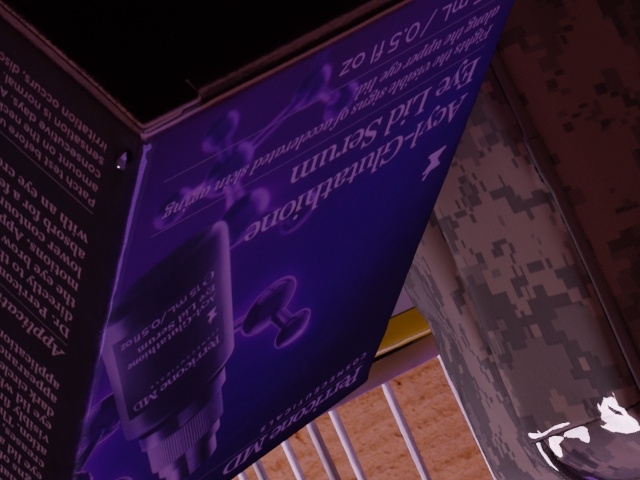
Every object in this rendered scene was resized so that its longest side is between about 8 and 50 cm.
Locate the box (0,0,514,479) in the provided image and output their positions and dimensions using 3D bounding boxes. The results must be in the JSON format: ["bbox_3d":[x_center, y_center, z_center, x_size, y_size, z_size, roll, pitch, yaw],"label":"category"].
[{"bbox_3d":[-0.048,-0.018,0.511,0.153,0.108,0.207,-33,153,-37],"label":"box"}]

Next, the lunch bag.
[{"bbox_3d":[0.125,-0.030,0.877,0.212,0.305,0.256,-20,172,-28],"label":"lunch bag"}]

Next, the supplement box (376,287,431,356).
[{"bbox_3d":[0.000,0.000,1.335,0.356,0.194,0.195,-25,177,15],"label":"supplement box"}]

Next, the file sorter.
[{"bbox_3d":[-0.019,0.212,1.385,0.278,0.173,0.193,-26,176,40],"label":"file sorter"}]
